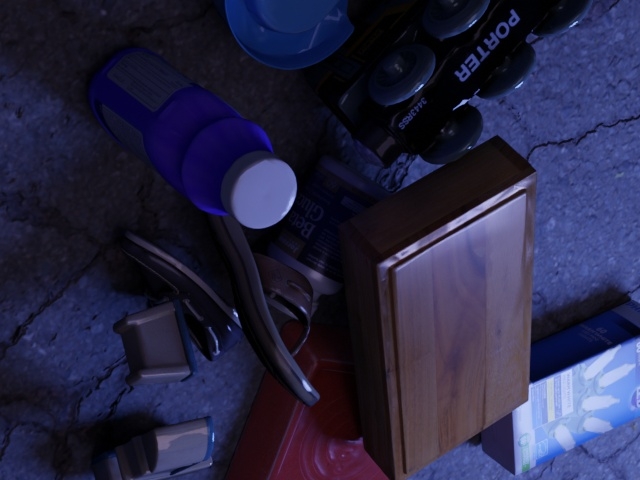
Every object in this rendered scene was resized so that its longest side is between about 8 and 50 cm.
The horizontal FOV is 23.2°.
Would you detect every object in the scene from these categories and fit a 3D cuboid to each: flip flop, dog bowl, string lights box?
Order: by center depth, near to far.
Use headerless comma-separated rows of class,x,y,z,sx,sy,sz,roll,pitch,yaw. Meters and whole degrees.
dog bowl,0.005,-0.313,1.565,0.297,0.074,0.166,-50,129,-1
flip flop,-0.054,0.043,1.625,0.080,0.112,0.277,-21,90,-10
string lights box,0.331,0.188,2.028,0.259,0.077,0.133,-21,121,-24

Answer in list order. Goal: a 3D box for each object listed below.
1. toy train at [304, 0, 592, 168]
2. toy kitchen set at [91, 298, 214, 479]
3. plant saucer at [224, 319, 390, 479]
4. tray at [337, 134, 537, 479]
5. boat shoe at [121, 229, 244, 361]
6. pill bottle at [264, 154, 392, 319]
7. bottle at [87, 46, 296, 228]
toy train,0.133,-0.221,1.620,0.334,0.190,0.142,-49,127,-5
toy kitchen set,-0.169,0.166,1.666,0.122,0.207,0.166,-10,78,-29
plant saucer,0.028,0.235,1.871,0.259,0.047,0.258,11,106,-36
tray,0.137,0.090,1.718,0.202,0.076,0.411,-30,142,-18
boat shoe,-0.150,0.063,1.650,0.065,0.075,0.206,-51,134,-6
pill bottle,0.000,0.000,1.703,0.094,0.094,0.169,26,96,-39
bottle,-0.118,-0.093,1.457,0.092,0.283,0.118,-47,128,-5
